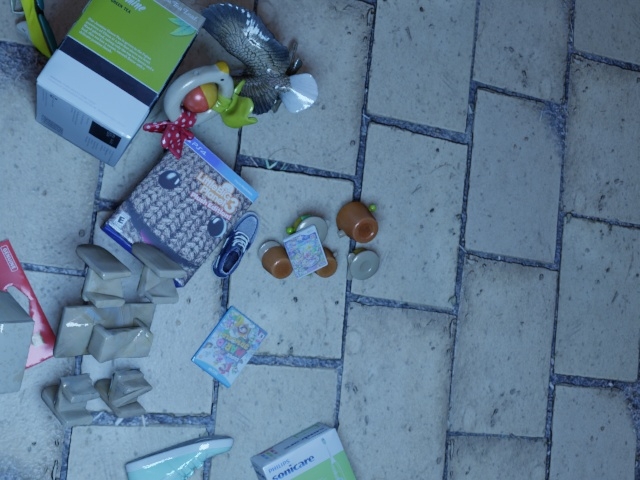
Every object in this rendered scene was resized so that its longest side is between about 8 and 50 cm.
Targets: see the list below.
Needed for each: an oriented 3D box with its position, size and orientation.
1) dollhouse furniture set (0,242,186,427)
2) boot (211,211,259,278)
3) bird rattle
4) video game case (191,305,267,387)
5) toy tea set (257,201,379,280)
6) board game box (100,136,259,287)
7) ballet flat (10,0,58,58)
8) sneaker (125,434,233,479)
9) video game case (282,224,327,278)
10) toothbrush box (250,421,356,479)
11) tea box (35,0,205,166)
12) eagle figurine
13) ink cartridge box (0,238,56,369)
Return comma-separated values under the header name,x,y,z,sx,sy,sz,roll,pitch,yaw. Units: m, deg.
name,x,y,z,sx,sy,sz,roll,pitch,yaw
dollhouse furniture set,-0.549,0.175,1.637,0.394,0.256,0.362,1,114,-46
boot,-0.199,0.010,1.907,0.069,0.086,0.190,32,75,-16
bird rattle,-0.275,-0.306,1.697,0.254,0.207,0.143,-18,64,-12
video game case,-0.225,0.264,1.915,0.119,0.015,0.166,40,73,-14
toy tea set,0.000,0.000,1.993,0.336,0.124,0.200,-2,116,-24
board game box,-0.334,-0.069,1.832,0.232,0.141,0.291,41,73,-14
ballet flat,-0.670,-0.520,1.784,0.077,0.077,0.231,-15,88,0
sneaker,-0.314,0.555,1.813,0.256,0.094,0.151,-16,86,-12
video game case,-0.037,0.029,1.906,0.087,0.011,0.122,-26,123,-11
toothbrush box,-0.018,0.628,1.909,0.206,0.122,0.283,-24,95,-21
tea box,-0.453,-0.376,1.711,0.220,0.329,0.323,33,74,-15
eagle figurine,-0.173,-0.409,1.880,0.298,0.225,0.226,15,51,-54
ink cartridge box,-0.751,0.178,1.692,0.261,0.066,0.296,-26,95,-20
